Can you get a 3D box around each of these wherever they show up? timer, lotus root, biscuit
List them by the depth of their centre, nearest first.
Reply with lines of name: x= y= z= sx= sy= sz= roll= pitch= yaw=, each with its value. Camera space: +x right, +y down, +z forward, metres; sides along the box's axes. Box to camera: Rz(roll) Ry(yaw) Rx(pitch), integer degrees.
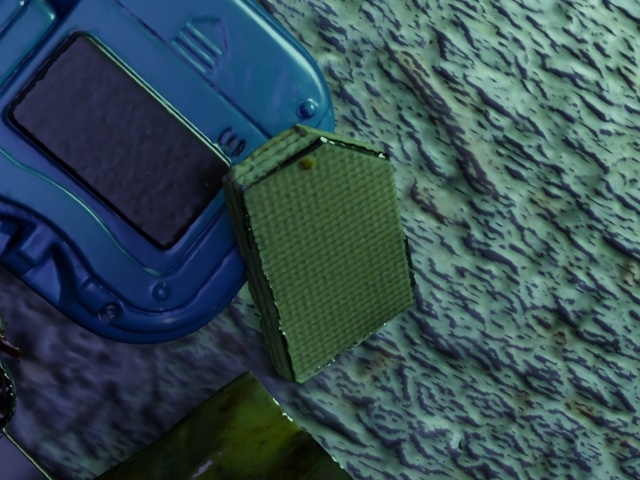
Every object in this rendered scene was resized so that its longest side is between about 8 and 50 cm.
lotus root: x=-0.112 y=0.283 z=1.317 sx=0.346 sy=0.250 sz=0.250 roll=-37 pitch=100 yaw=-11
timer: x=-0.165 y=-0.097 z=1.367 sx=0.340 sy=0.115 sz=0.309 roll=41 pitch=79 yaw=-18
biscuit: x=0.000 y=0.000 z=1.383 sx=0.150 sy=0.052 sz=0.252 roll=-36 pitch=140 yaw=-20

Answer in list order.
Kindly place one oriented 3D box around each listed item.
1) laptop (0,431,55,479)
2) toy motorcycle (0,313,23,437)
laptop: x=-0.299 y=0.274 z=1.369 sx=0.207 sy=0.026 sz=0.154 roll=-45 pitch=101 yaw=-15
toy motorcycle: x=-0.397 y=0.128 z=1.261 sx=0.325 sy=0.148 sz=0.221 roll=-37 pitch=96 yaw=-28
